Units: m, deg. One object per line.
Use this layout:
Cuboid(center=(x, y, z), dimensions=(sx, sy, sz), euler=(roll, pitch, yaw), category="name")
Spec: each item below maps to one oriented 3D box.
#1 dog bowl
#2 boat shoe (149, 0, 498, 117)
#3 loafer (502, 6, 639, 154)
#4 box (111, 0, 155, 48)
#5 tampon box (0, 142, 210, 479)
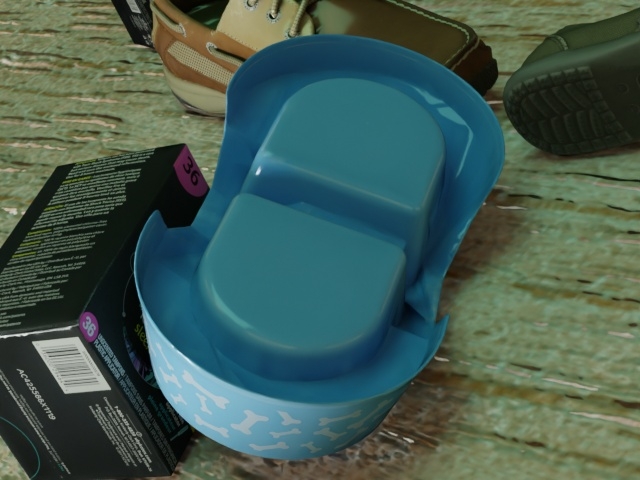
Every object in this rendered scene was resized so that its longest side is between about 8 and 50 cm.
Cuboid(center=(0.000, 0.000, 0.863), dimensions=(0.166, 0.074, 0.297), euler=(20, 44, 5), category="dog bowl")
Cuboid(center=(-0.022, -0.146, 1.099), dimensions=(0.324, 0.120, 0.122), euler=(14, 49, 45), category="boat shoe")
Cuboid(center=(0.230, -0.118, 0.910), dimensions=(0.251, 0.094, 0.087), euler=(-6, 42, 28), category="loafer")
Cuboid(center=(-0.130, -0.213, 1.322), dimensions=(0.083, 0.062, 0.052), euler=(-40, 34, -22), category="box")
Cuboid(center=(-0.121, 0.042, 0.897), dimensions=(0.101, 0.120, 0.161), euler=(-7, 37, 29), category="tampon box")
